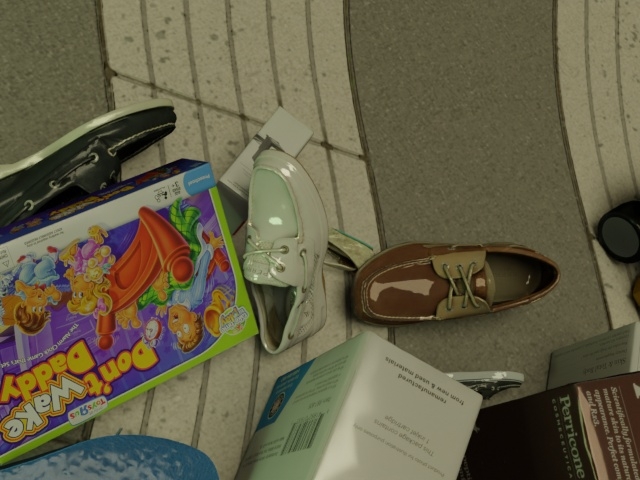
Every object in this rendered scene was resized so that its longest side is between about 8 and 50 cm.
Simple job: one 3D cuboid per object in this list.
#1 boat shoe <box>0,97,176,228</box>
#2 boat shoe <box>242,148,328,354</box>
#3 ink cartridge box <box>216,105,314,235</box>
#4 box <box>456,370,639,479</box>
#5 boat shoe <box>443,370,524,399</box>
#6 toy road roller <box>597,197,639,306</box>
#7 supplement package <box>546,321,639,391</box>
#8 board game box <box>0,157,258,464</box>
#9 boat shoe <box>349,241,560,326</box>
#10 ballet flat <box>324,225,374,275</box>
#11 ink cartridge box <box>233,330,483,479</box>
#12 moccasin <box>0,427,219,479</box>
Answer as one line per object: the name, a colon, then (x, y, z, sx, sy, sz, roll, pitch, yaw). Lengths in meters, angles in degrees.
boat shoe: (-0.309, -0.064, 1.190, 0.340, 0.127, 0.113, -30, 86, -28)
boat shoe: (-0.051, 0.024, 1.206, 0.096, 0.098, 0.277, -40, 133, -43)
ink cartridge box: (-0.085, -0.094, 1.308, 0.063, 0.109, 0.150, 37, 61, -4)
box: (0.273, 0.286, 1.171, 0.143, 0.381, 0.191, -4, 73, -25)
boat shoe: (0.224, 0.208, 1.374, 0.142, 0.049, 0.040, 2, 77, -16)
toy road roller: (0.619, 0.017, 1.503, 0.203, 0.240, 0.329, -26, 83, -29)
supplement package: (0.442, 0.286, 1.350, 0.198, 0.199, 0.262, 22, 64, -15)
board game box: (-0.261, 0.071, 1.133, 0.347, 0.078, 0.233, -26, 112, -29)
boat shoe: (0.196, 0.054, 1.361, 0.325, 0.116, 0.123, -10, 93, -26)
ballet flat: (0.000, 0.000, 1.345, 0.168, 0.057, 0.052, 28, 73, -12)
ink cartridge box: (-0.008, 0.334, 1.086, 0.166, 0.285, 0.394, 30, 63, -12)
moccasin: (-0.289, 0.287, 1.080, 0.342, 0.117, 0.137, 0, 67, -20)
